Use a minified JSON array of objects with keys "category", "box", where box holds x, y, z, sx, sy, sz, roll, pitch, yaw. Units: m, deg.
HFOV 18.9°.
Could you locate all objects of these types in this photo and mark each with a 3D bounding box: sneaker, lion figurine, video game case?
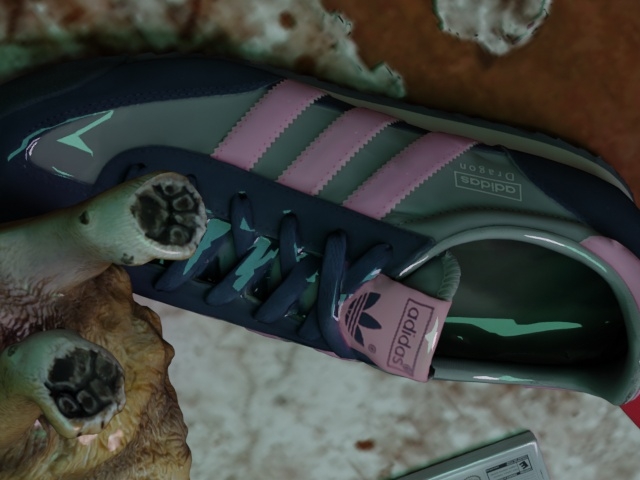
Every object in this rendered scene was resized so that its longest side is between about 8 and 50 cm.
[{"category":"sneaker","box":[0.000,0.000,0.818,0.319,0.131,0.112,6,120,-10]},{"category":"lion figurine","box":[-0.200,0.020,0.719,0.392,0.142,0.240,29,154,-22]},{"category":"video game case","box":[0.085,0.161,0.982,0.087,0.011,0.122,-20,118,1]}]

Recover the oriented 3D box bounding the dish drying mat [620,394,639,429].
[{"category":"dish drying mat","box":[0.177,0.090,0.961,0.032,0.008,0.083,-38,115,10]}]
